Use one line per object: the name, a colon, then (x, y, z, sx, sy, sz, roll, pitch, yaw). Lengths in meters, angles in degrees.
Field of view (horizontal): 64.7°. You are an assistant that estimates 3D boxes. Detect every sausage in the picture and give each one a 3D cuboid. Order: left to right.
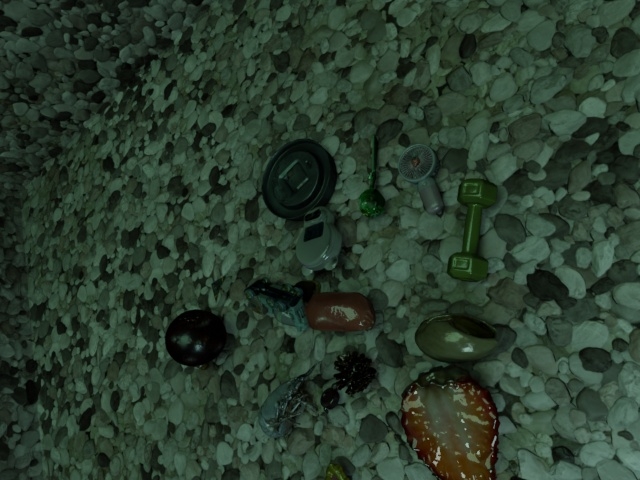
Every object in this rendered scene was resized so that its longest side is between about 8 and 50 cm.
sausage: (0.061, 0.233, 1.660, 0.254, 0.148, 0.148, -7, 74, 26)

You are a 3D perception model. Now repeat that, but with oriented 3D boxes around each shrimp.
shrimp: (-0.094, 0.535, 1.696, 0.145, 0.116, 0.343, 48, 112, 32)

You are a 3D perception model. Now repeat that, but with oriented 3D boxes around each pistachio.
pistachio: (0.383, 0.282, 1.440, 0.238, 0.153, 0.138, -11, 32, 29)

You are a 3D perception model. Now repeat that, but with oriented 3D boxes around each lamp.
lamp: (0.002, 0.000, 1.780, 0.179, 0.108, 0.246, -15, 62, 34)

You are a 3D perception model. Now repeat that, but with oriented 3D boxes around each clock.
clock: (-0.082, -0.229, 1.922, 0.319, 0.066, 0.319, -10, 72, 32)

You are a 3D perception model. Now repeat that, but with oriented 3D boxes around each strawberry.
strawberry: (0.370, 0.514, 1.387, 0.265, 0.149, 0.336, -23, 76, 19)

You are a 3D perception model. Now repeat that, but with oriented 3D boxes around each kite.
kite: (-0.419, 0.191, 2.070, 0.090, 0.004, 0.122, 26, 92, 36)

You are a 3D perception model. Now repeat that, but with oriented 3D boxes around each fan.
fan: (0.336, -0.198, 1.631, 0.130, 0.074, 0.244, -28, 64, 24)

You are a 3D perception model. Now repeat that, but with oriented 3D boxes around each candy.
candy: (0.182, -0.229, 1.753, 0.097, 0.097, 0.323, -9, 64, 31)

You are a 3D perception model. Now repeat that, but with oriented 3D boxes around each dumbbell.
dumbbell: (0.447, -0.029, 1.491, 0.121, 0.108, 0.302, 3, 79, 35)

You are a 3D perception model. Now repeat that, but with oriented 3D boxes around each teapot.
teapot: (0.036, 0.518, 1.658, 0.068, 0.045, 0.100, -1, 58, 55)

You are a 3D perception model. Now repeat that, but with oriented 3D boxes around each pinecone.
pinecone: (0.100, 0.409, 1.584, 0.140, 0.140, 0.121, -29, 106, 24)

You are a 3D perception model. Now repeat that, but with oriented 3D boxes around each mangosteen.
mangosteen: (-0.478, 0.400, 1.942, 0.235, 0.235, 0.261, 18, 121, 35)

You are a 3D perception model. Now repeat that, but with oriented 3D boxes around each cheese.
cheese: (-0.077, 0.181, 1.827, 0.162, 0.036, 0.086, 6, 87, 35)

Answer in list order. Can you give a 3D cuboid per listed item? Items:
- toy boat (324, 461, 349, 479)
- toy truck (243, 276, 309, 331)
toy boat: (0.050, 0.842, 1.532, 0.141, 0.099, 0.318, -6, 72, 29)
toy truck: (-0.151, 0.232, 1.811, 0.256, 0.108, 0.140, 13, 127, 38)
